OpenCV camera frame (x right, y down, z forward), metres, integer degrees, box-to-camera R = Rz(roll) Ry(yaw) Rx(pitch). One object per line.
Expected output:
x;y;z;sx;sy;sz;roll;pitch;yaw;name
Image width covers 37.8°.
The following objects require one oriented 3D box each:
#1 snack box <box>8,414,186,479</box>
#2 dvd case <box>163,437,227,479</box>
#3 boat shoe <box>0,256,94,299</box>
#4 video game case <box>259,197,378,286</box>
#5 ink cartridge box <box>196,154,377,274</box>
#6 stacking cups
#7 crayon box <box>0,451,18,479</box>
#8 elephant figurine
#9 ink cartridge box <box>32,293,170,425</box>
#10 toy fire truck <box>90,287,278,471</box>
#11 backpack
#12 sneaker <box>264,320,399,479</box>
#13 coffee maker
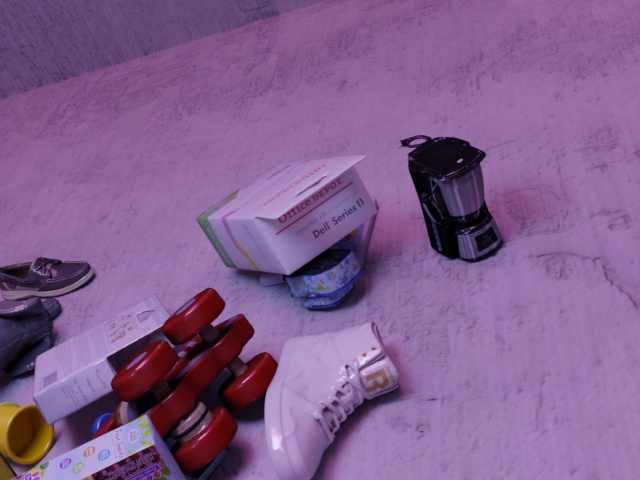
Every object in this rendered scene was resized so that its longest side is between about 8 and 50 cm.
-0.277;0.345;1.206;0.207;0.174;0.070;-24;33;-5;snack box
-0.204;0.323;1.355;0.119;0.013;0.087;5;39;41;dvd case
-0.582;0.072;1.949;0.224;0.073;0.080;-10;32;20;boat shoe
0.000;0.000;1.737;0.193;0.023;0.212;-10;32;19;video game case
-0.049;-0.044;1.609;0.207;0.119;0.353;-35;16;-21;ink cartridge box
-0.584;0.304;1.552;0.316;0.096;0.096;0;36;34;stacking cups
-0.515;0.334;1.234;0.202;0.318;0.081;-34;32;-21;crayon box
-0.565;0.166;1.725;0.239;0.169;0.186;-20;55;-29;elephant figurine
-0.355;0.188;1.553;0.239;0.060;0.275;-28;12;-11;ink cartridge box
-0.224;0.225;1.391;0.254;0.169;0.302;-31;13;44;toy fire truck
0.011;0.061;1.564;0.114;0.084;0.105;-8;25;46;backpack
0.024;0.211;1.296;0.169;0.108;0.292;-17;29;15;sneaker
0.221;-0.075;1.559;0.120;0.178;0.171;-19;32;1;coffee maker
